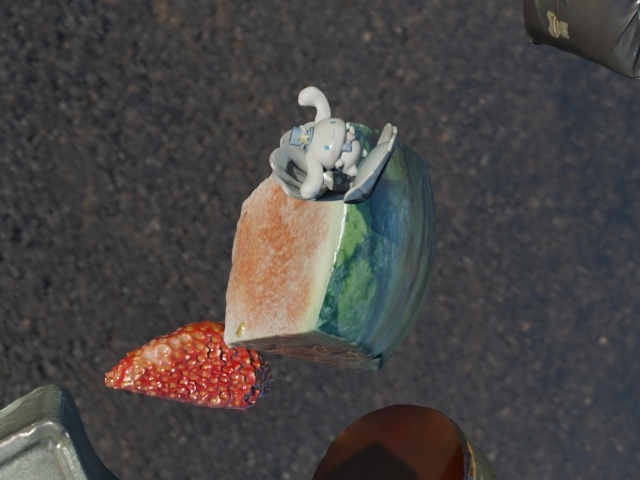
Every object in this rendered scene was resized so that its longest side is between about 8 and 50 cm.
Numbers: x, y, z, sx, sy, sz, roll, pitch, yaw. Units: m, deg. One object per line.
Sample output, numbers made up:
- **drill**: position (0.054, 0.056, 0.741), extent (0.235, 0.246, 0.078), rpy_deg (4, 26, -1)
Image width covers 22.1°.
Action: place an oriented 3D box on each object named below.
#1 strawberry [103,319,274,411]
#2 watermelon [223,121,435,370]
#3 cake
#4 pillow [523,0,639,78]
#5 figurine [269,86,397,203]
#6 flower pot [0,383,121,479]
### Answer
- **strawberry**: position (-0.156, 0.153, 2.101), extent (0.236, 0.175, 0.106), rpy_deg (13, 90, -71)
- **watermelon**: position (0.000, 0.000, 1.566), extent (0.261, 0.201, 0.212), rpy_deg (47, 48, -69)
- **cake**: position (0.103, 0.290, 1.713), extent (0.185, 0.207, 0.178), rpy_deg (-30, 127, 10)
- **pillow**: position (0.184, -0.167, 1.147), extent (0.048, 0.150, 0.090), rpy_deg (-2, 109, -27)
- **figurine**: position (0.006, -0.064, 1.258), extent (0.094, 0.086, 0.082), rpy_deg (-59, 177, -34)
- **flower pot**: position (-0.151, 0.213, 1.096), extent (0.103, 0.108, 0.229), rpy_deg (-38, 99, -2)
